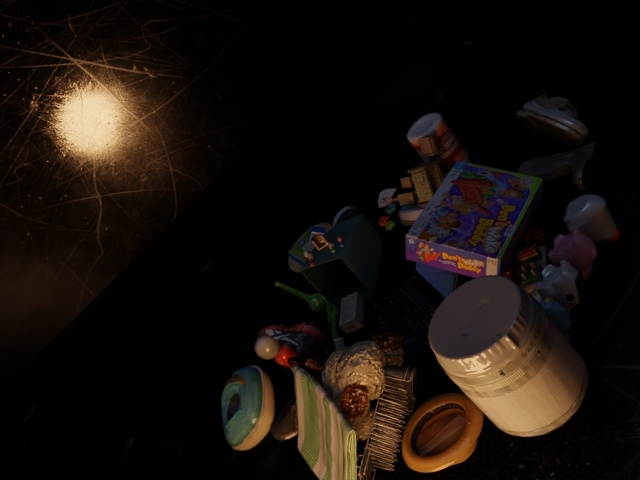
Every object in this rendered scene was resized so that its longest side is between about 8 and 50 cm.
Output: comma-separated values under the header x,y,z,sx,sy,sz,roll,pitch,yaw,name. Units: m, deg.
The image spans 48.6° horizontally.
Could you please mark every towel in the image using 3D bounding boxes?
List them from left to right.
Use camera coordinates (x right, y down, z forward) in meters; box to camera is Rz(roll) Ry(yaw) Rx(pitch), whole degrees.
x,y,z,sx,sy,sz,roll,pitch,yaw,name
0.007,0.455,1.613,0.038,0.248,0.325,-8,19,-19,towel

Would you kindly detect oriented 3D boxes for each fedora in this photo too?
x,y,z,sx,sy,sz,roll,pitch,yaw,name
0.262,0.409,1.466,0.194,0.079,0.194,-30,28,18,fedora

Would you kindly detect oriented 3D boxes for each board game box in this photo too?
x,y,z,sx,sy,sz,roll,pitch,yaw,name
0.388,-0.056,1.763,0.233,0.078,0.347,16,44,25,board game box

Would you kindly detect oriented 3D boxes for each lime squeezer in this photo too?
x,y,z,sx,sy,sz,roll,pitch,yaw,name
-0.011,0.204,2.089,0.110,0.059,0.310,-18,39,-32,lime squeezer

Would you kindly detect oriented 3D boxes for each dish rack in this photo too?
x,y,z,sx,sy,sz,roll,pitch,yaw,name
0.140,0.414,1.516,0.074,0.208,0.272,11,61,16,dish rack

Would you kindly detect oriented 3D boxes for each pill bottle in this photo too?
x,y,z,sx,sy,sz,roll,pitch,yaw,name
0.366,-0.265,2.122,0.121,0.221,0.121,-33,28,20,pill bottle

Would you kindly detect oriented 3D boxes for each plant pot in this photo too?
x,y,z,sx,sy,sz,roll,pitch,yaw,name
0.083,0.044,2.145,0.165,0.166,0.234,-19,33,39,plant pot

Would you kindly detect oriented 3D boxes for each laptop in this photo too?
x,y,z,sx,sy,sz,roll,pitch,yaw,name
0.234,0.117,1.849,0.264,0.136,0.234,-35,26,-2,laptop

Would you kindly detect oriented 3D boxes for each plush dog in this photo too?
x,y,z,sx,sy,sz,roll,pitch,yaw,name
0.087,0.305,1.642,0.262,0.210,0.225,-62,5,-26,plush dog

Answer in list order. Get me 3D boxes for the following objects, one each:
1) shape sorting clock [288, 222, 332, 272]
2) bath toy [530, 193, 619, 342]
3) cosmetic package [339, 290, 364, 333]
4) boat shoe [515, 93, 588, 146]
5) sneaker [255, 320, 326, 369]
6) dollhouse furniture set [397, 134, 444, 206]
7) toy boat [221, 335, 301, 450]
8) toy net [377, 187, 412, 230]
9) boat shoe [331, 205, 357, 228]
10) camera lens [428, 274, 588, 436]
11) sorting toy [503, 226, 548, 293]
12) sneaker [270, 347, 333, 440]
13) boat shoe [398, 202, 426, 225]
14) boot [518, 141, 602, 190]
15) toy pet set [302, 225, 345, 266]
x,y,z,sx,sy,sz,roll,pitch,yaw,name
-0.031,0.025,2.452,0.206,0.040,0.206,-30,33,22,shape sorting clock
0.546,0.059,1.528,0.348,0.129,0.151,-57,11,-26,bath toy
0.090,0.206,2.029,0.060,0.041,0.115,-28,31,27,cosmetic package
0.653,-0.347,1.967,0.103,0.113,0.302,-47,26,6,boat shoe
-0.110,0.316,2.084,0.276,0.097,0.135,-12,39,45,sneaker
0.260,-0.191,2.041,0.161,0.182,0.101,-7,16,47,dollhouse furniture set
-0.183,0.399,1.954,0.318,0.148,0.267,-53,25,16,toy boat
0.230,-0.096,2.271,0.122,0.045,0.232,-43,25,5,toy net
0.070,-0.017,2.345,0.070,0.078,0.219,5,62,57,boat shoe
0.364,0.227,1.367,0.219,0.274,0.219,-33,29,21,camera lens
0.470,0.078,1.687,0.132,0.046,0.274,-26,33,32,sorting toy
-0.058,0.382,1.849,0.281,0.162,0.106,-44,27,0,sneaker
0.337,-0.060,2.006,0.109,0.094,0.302,-25,13,-30,boat shoe
0.606,-0.174,1.829,0.208,0.076,0.190,-9,28,39,boot
0.000,0.000,2.066,0.122,0.065,0.114,-33,22,12,toy pet set
